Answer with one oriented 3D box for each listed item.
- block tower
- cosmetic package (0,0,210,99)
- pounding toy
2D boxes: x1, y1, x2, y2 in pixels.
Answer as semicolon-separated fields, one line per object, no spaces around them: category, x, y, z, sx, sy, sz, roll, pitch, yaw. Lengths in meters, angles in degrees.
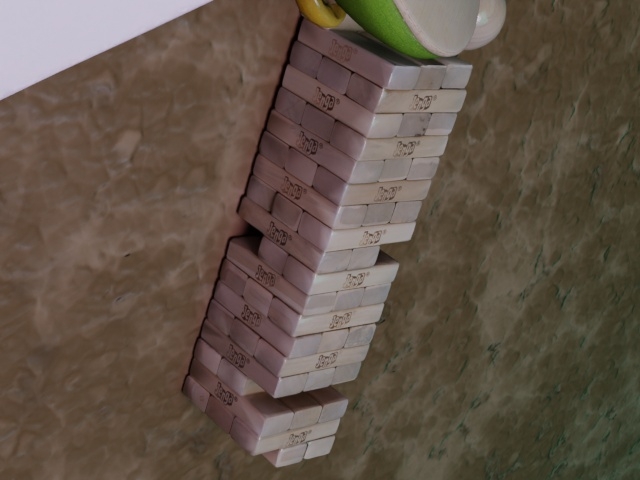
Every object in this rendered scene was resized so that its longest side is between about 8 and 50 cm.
block tower;0.000;0.000;0.873;0.091;0.097;0.335;-6;122;-46
cosmetic package;-0.068;-0.317;0.318;0.329;0.327;0.393;-28;137;-17
pounding toy;0.022;-0.191;0.737;0.237;0.110;0.183;-18;99;-64
